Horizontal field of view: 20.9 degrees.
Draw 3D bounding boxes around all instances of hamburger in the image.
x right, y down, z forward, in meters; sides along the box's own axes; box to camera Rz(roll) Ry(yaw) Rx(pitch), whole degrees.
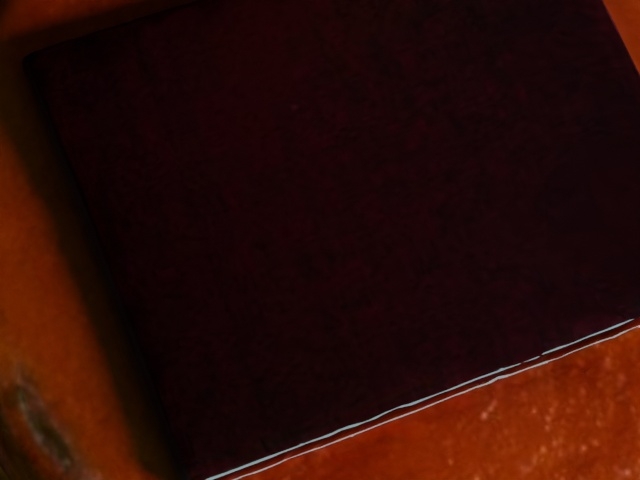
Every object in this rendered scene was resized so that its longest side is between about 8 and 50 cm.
[{"bbox_3d":[0.008,0.022,0.559,0.291,0.291,0.225,-32,170,-17],"label":"hamburger"}]
